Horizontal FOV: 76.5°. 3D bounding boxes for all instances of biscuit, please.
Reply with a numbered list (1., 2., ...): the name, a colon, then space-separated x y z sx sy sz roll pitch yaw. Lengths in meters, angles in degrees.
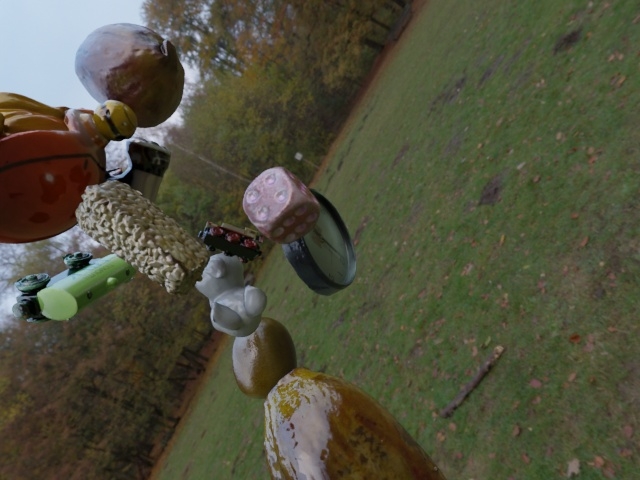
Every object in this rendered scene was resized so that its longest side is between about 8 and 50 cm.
1. biscuit: -0.216 -0.002 0.501 0.070 0.168 0.082 -51 3 26

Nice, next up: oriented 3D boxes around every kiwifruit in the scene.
1. kiwifruit: -0.165 0.339 1.191 0.196 0.196 0.233 134 126 -61

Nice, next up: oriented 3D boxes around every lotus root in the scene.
1. lotus root: 0.035 0.304 0.528 0.193 0.291 0.193 -40 -15 -13

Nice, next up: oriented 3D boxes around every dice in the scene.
1. dice: -0.061 -0.055 0.657 0.093 0.091 0.094 -43 -32 12

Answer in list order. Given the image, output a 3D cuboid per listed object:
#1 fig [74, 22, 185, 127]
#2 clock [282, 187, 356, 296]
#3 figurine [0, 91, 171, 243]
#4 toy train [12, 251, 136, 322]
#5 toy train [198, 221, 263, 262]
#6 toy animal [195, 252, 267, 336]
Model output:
1. fig: -0.412 -0.367 0.902 0.224 0.224 0.263 -60 30 1
2. clock: 0.000 0.000 0.832 0.049 0.226 0.226 -24 26 27
3. figurine: -0.402 -0.089 0.592 0.320 0.196 0.323 -29 -15 18
4. toy train: -0.509 0.094 0.869 0.253 0.158 0.105 -71 -22 -73
5. toy train: -0.194 -0.003 0.889 0.087 0.138 0.050 -99 33 -61
6. toy animal: -0.210 0.122 0.944 0.128 0.193 0.178 -24 -29 -18
